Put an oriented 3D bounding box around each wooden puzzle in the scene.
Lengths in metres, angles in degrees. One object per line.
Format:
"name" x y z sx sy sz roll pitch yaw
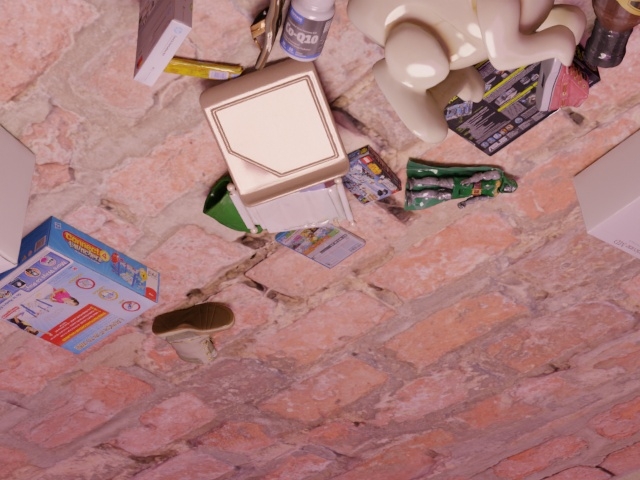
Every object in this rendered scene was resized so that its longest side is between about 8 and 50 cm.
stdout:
"wooden puzzle" -0.083 -0.202 1.926 0.220 0.044 0.239 -19 111 6

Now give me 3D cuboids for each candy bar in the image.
"candy bar" -0.220 -0.312 1.884 0.161 0.018 0.040 5 145 -10

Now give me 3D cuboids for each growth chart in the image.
"growth chart" -0.055 -0.072 2.041 0.237 0.021 0.172 -5 140 6

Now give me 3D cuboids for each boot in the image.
"boot" -0.281 0.231 2.522 0.213 0.077 0.165 -10 141 18

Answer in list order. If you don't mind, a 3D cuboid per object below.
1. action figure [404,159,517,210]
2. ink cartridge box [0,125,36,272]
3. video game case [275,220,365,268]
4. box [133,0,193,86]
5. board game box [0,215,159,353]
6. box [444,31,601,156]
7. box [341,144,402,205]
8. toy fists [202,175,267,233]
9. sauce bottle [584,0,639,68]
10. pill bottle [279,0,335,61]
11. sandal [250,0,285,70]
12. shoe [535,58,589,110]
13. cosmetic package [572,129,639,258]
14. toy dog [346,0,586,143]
"action figure" 0.293 -0.111 2.137 0.232 0.064 0.137 -4 139 -4
"ink cartridge box" -0.760 -0.036 1.988 0.394 0.286 0.166 -21 139 23
"video game case" 0.000 0.000 2.293 0.166 0.015 0.119 28 133 -33
"box" -0.253 -0.365 1.680 0.038 0.186 0.145 20 136 -26
"board game box" -0.577 0.111 2.345 0.308 0.086 0.302 -31 134 31
"box" 0.342 -0.291 1.909 0.216 0.060 0.270 28 132 -32
"box" 0.094 -0.131 2.122 0.094 0.027 0.137 -21 138 25
"toy fists" -0.109 -0.108 2.089 0.142 0.096 0.279 29 132 -26
"sauce bottle" 0.511 -0.434 1.699 0.111 0.111 0.344 0 143 -3
"pill bottle" -0.019 -0.379 1.761 0.078 0.078 0.137 7 140 -12
"sandal" -0.095 -0.374 1.777 0.049 0.072 0.180 17 139 0
"shoe" 0.431 -0.295 1.814 0.081 0.064 0.178 -4 146 -1
"cosmetic package" 0.708 -0.134 2.052 0.197 0.155 0.365 21 135 -30
"toy dog" 0.261 -0.420 1.610 0.408 0.284 0.395 -38 86 37
